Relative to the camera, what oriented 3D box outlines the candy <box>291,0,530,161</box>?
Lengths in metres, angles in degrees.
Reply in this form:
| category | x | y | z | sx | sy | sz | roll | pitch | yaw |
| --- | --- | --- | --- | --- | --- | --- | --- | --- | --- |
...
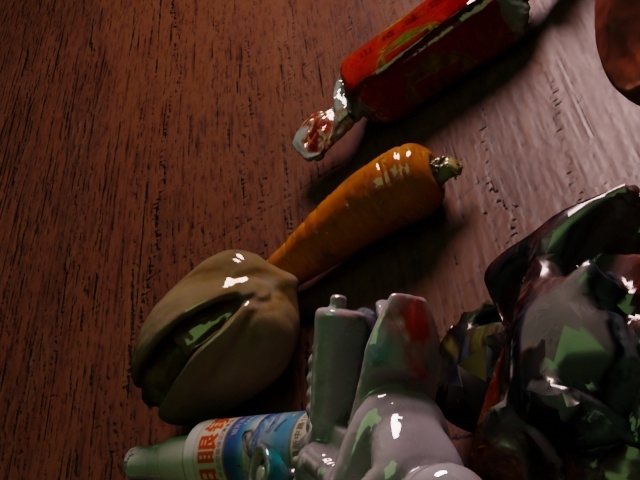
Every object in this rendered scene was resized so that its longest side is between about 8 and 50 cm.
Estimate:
| category | x | y | z | sx | sy | sz | roll | pitch | yaw |
| --- | --- | --- | --- | --- | --- | --- | --- | --- | --- |
| candy | 0.093 | -0.164 | 0.938 | 0.292 | 0.059 | 0.086 | -34 | 32 | 14 |

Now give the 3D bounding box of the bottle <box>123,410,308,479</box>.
| category | x | y | z | sx | sy | sz | roll | pitch | yaw |
| --- | --- | --- | --- | --- | --- | --- | --- | --- | --- |
| bottle | -0.055 | 0.151 | 0.756 | 0.217 | 0.060 | 0.060 | -13 | 44 | 40 |

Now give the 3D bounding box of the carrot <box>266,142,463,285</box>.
| category | x | y | z | sx | sy | sz | roll | pitch | yaw |
| --- | --- | --- | --- | --- | --- | --- | --- | --- | --- |
| carrot | 0.000 | 0.000 | 0.864 | 0.257 | 0.061 | 0.061 | -33 | 35 | 22 |

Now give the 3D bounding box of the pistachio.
| category | x | y | z | sx | sy | sz | roll | pitch | yaw |
| --- | --- | --- | --- | --- | --- | --- | --- | --- | --- |
| pistachio | -0.080 | 0.075 | 0.826 | 0.149 | 0.113 | 0.113 | -39 | 33 | 20 |

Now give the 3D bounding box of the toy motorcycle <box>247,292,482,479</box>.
| category | x | y | z | sx | sy | sz | roll | pitch | yaw |
| --- | --- | --- | --- | --- | --- | --- | --- | --- | --- |
| toy motorcycle | 0.039 | 0.148 | 0.571 | 0.171 | 0.110 | 0.260 | 138 | 137 | -59 |

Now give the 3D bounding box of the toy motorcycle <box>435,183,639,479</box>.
| category | x | y | z | sx | sy | sz | roll | pitch | yaw |
| --- | --- | --- | --- | --- | --- | --- | --- | --- | --- |
| toy motorcycle | 0.201 | 0.030 | 0.525 | 0.401 | 0.134 | 0.207 | -40 | 31 | 32 |

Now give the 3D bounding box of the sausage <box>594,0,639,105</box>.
| category | x | y | z | sx | sy | sz | roll | pitch | yaw |
| --- | --- | --- | --- | --- | --- | --- | --- | --- | --- |
| sausage | 0.253 | -0.184 | 0.720 | 0.148 | 0.148 | 0.254 | -7 | 56 | 42 |
